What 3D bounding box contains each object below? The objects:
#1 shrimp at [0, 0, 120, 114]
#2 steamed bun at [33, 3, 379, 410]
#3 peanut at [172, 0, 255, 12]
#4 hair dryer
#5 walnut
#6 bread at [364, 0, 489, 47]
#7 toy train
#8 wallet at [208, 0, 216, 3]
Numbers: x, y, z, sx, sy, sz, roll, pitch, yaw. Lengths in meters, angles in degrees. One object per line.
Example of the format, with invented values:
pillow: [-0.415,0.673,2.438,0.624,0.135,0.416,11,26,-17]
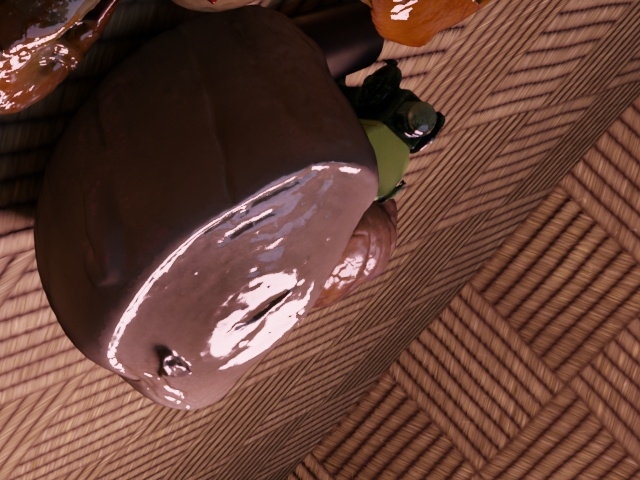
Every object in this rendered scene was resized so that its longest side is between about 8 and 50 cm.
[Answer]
shrimp: [-0.186,-0.177,1.121,0.217,0.051,0.115,-47,167,3]
steamed bun: [-0.138,-0.020,1.357,0.236,0.247,0.383,-1,141,-40]
peanut: [-0.030,-0.254,1.208,0.263,0.101,0.117,-33,150,-45]
hair dryer: [-0.038,-0.159,1.587,0.248,0.078,0.195,-41,170,37]
walnut: [0.002,0.001,1.952,0.178,0.178,0.230,-29,170,-44]
bread: [0.120,-0.308,1.391,0.268,0.146,0.268,-38,161,-15]
toy train: [0.030,-0.108,1.622,0.157,0.105,0.253,-53,-156,-10]
wallet: [-0.047,-0.284,1.070,0.204,0.045,0.142,-46,134,-3]
